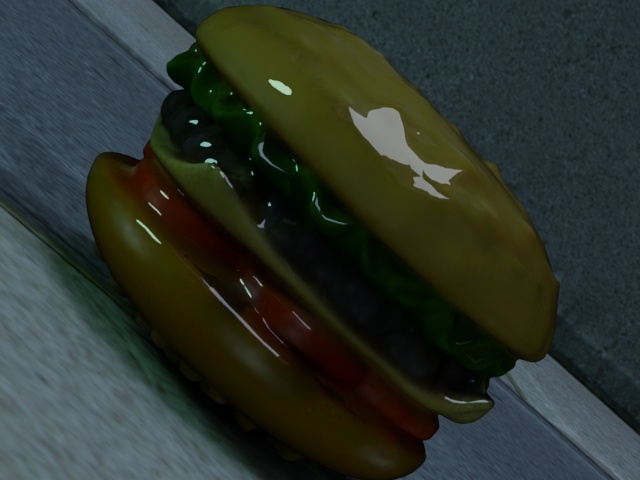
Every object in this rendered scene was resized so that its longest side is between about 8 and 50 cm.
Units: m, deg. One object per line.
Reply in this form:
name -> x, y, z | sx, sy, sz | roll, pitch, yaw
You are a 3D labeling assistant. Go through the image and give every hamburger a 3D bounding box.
hamburger -> 0.000, 0.000, 0.525 | 0.162, 0.115, 0.162 | 45, 5, -5
